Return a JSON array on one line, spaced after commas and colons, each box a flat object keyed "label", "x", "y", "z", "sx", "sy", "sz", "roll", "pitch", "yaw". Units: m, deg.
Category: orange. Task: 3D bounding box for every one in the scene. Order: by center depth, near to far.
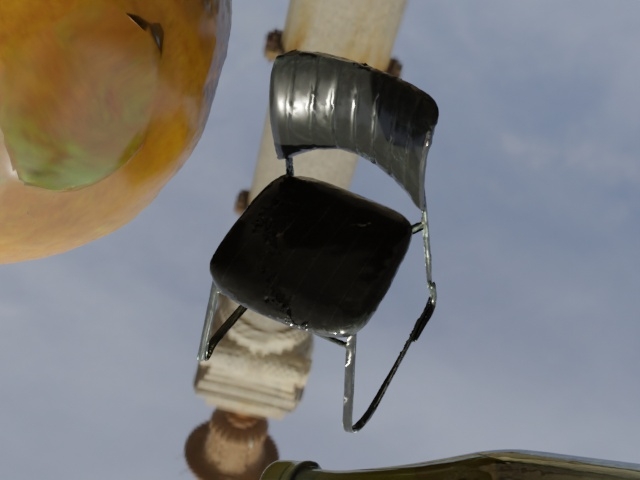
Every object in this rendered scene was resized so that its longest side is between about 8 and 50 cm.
[{"label": "orange", "x": -0.176, "y": -0.122, "z": 0.679, "sx": 0.196, "sy": 0.334, "sz": 0.262, "roll": 30, "pitch": -170, "yaw": 30}]

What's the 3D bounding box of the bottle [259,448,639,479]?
[{"label": "bottle", "x": 0.078, "y": 0.142, "z": 0.524, "sx": 0.270, "sy": 0.083, "sz": 0.083, "roll": -3, "pitch": -154, "yaw": 39}]

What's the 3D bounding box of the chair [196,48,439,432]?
[{"label": "chair", "x": 0.000, "y": 0.000, "z": 0.750, "sx": 0.140, "sy": 0.221, "sz": 0.145, "roll": 22, "pitch": -129, "yaw": 18}]
